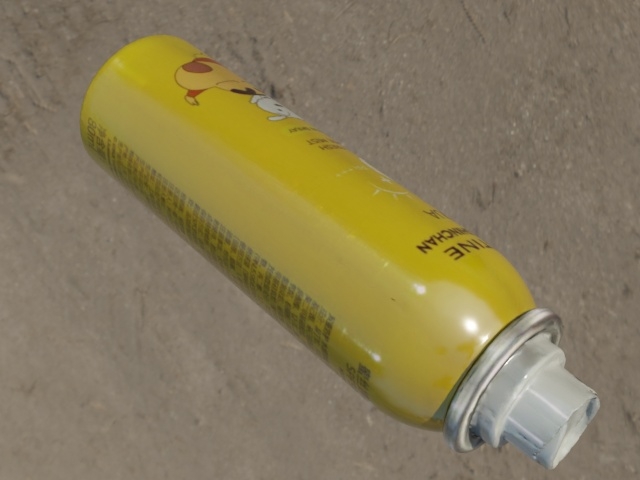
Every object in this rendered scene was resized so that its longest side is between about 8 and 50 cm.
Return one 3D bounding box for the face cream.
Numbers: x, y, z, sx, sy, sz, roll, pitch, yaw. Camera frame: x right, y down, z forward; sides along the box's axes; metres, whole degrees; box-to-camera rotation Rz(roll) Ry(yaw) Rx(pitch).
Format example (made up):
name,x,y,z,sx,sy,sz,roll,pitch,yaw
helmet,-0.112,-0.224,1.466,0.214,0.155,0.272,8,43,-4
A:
name,x,y,z,sx,sy,sz,roll,pitch,yaw
face cream,0.000,0.000,0.486,0.348,0.105,0.105,38,124,31
